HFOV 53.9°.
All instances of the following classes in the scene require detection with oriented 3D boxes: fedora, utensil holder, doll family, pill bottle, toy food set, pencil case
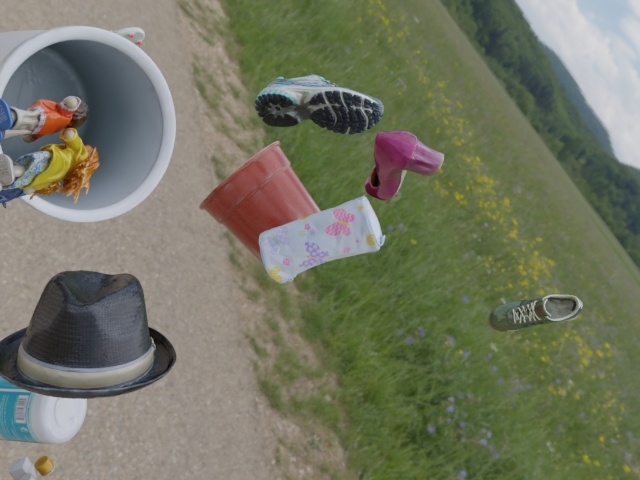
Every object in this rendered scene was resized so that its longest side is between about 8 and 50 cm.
[{"bbox_3d":[-0.395,0.138,1.082,0.334,0.333,0.153,-20,119,-69],"label":"fedora"},{"bbox_3d":[-0.509,-0.236,1.198,0.385,0.328,0.327,21,-10,46],"label":"utensil holder"},{"bbox_3d":[-0.372,-0.081,0.777,0.119,0.262,0.163,66,24,-5],"label":"doll family"},{"bbox_3d":[-0.661,0.363,1.378,0.146,0.263,0.146,-2,90,-73],"label":"pill bottle"},{"bbox_3d":[-0.796,0.654,1.646,0.111,0.232,0.105,-103,173,-62],"label":"toy food set"},{"bbox_3d":[0.000,0.000,1.387,0.113,0.273,0.124,22,50,-72],"label":"pencil case"}]

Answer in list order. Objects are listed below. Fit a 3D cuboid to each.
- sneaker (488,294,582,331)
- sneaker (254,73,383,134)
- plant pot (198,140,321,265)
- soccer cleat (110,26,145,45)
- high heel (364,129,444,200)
[{"bbox_3d":[0.448,0.144,1.310,0.086,0.192,0.064,60,22,-70],"label":"sneaker"},{"bbox_3d":[0.004,-0.317,1.379,0.110,0.282,0.122,85,19,-48],"label":"sneaker"},{"bbox_3d":[-0.127,-0.069,1.642,0.265,0.272,0.272,51,20,-3],"label":"plant pot"},{"bbox_3d":[-0.547,-0.515,1.627,0.068,0.196,0.076,43,29,-66],"label":"soccer cleat"},{"bbox_3d":[0.099,-0.129,1.066,0.117,0.082,0.244,21,-7,-17],"label":"high heel"}]
